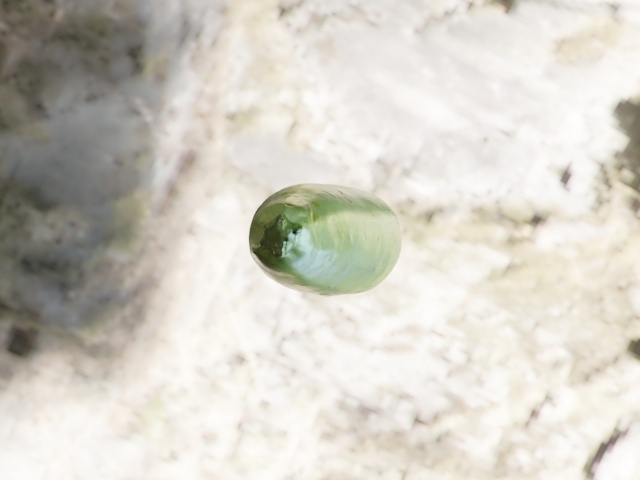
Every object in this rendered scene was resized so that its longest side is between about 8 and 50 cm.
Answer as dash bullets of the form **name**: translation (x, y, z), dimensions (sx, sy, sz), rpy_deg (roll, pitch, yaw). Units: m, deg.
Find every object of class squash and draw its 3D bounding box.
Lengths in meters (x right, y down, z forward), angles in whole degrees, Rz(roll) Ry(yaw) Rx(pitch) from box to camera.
- **squash**: translation (-0.007, 0.000, 1.822), dimensions (0.118, 0.118, 0.370), rpy_deg (-59, 165, 9)
